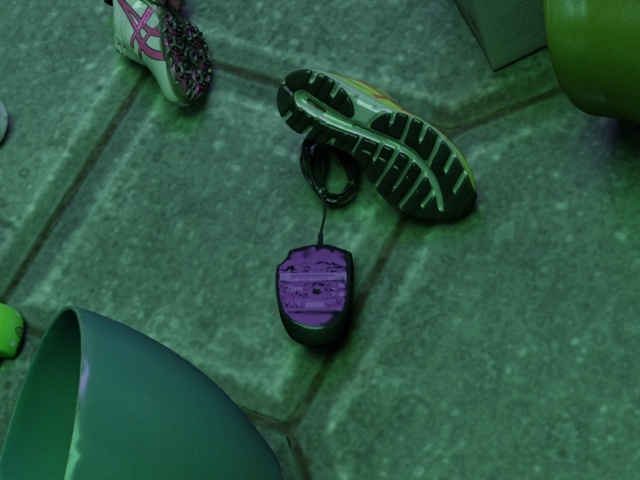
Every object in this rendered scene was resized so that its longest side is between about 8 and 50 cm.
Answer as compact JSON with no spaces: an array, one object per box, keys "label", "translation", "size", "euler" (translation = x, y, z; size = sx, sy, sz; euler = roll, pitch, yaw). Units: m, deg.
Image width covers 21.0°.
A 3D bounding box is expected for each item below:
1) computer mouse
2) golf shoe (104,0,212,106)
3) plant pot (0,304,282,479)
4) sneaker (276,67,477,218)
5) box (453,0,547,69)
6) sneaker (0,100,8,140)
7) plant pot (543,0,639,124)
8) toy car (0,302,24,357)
[{"label":"computer mouse","translation":[0.000,0.000,1.590],"size":[0.071,0.041,0.242],"euler":[1,53,6]},{"label":"golf shoe","translation":[-0.166,-0.201,1.743],"size":[0.086,0.067,0.186],"euler":[-37,55,26]},{"label":"plant pot","translation":[-0.144,0.215,1.382],"size":[0.195,0.290,0.290],"euler":[15,58,-18]},{"label":"sneaker","translation":[0.064,-0.098,1.604],"size":[0.208,0.094,0.081],"euler":[38,110,11]},{"label":"box","translation":[0.163,-0.270,1.623],"size":[0.091,0.170,0.130],"euler":[-26,57,0]},{"label":"sneaker","translation":[-0.440,-0.121,1.729],"size":[0.232,0.115,0.090],"euler":[-20,57,3]},{"label":"plant pot","translation":[0.390,-0.214,1.449],"size":[0.353,0.366,0.366],"euler":[8,62,32]},{"label":"toy car","translation":[-0.391,0.081,1.631],"size":[0.225,0.053,0.239],"euler":[-3,59,14]}]
